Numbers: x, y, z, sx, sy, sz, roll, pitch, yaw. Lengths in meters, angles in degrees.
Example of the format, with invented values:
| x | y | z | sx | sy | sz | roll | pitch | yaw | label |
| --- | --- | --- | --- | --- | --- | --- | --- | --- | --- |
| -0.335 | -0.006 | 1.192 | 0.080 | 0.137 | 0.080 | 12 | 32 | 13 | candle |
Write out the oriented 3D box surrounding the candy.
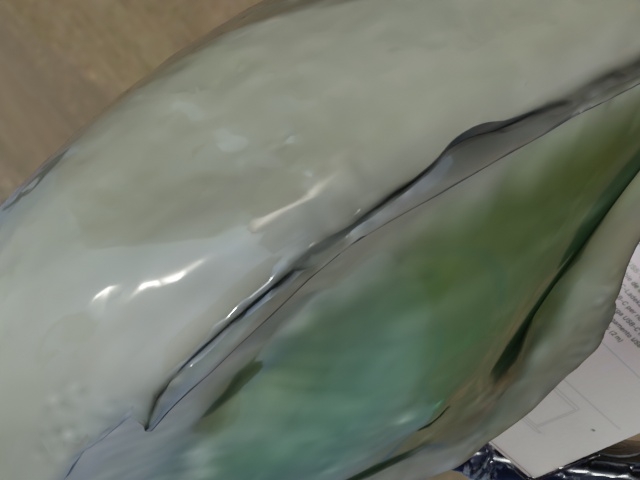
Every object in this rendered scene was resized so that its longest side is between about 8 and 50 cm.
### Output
| x | y | z | sx | sy | sz | roll | pitch | yaw | label |
| --- | --- | --- | --- | --- | --- | --- | --- | --- | --- |
| 0.000 | 0.000 | 0.767 | 0.186 | 0.427 | 0.386 | 49 | 140 | 18 | candy |

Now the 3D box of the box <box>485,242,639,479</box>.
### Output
| x | y | z | sx | sy | sz | roll | pitch | yaw | label |
| --- | --- | --- | --- | --- | --- | --- | --- | --- | --- |
| 0.214 | 0.073 | 1.419 | 0.203 | 0.251 | 0.106 | 42 | -144 | -29 | box |

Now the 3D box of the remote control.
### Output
| x | y | z | sx | sy | sz | roll | pitch | yaw | label |
| --- | --- | --- | --- | --- | --- | --- | --- | --- | --- |
| 0.228 | 0.220 | 1.643 | 0.265 | 0.066 | 0.090 | 6 | -175 | 11 | remote control |
